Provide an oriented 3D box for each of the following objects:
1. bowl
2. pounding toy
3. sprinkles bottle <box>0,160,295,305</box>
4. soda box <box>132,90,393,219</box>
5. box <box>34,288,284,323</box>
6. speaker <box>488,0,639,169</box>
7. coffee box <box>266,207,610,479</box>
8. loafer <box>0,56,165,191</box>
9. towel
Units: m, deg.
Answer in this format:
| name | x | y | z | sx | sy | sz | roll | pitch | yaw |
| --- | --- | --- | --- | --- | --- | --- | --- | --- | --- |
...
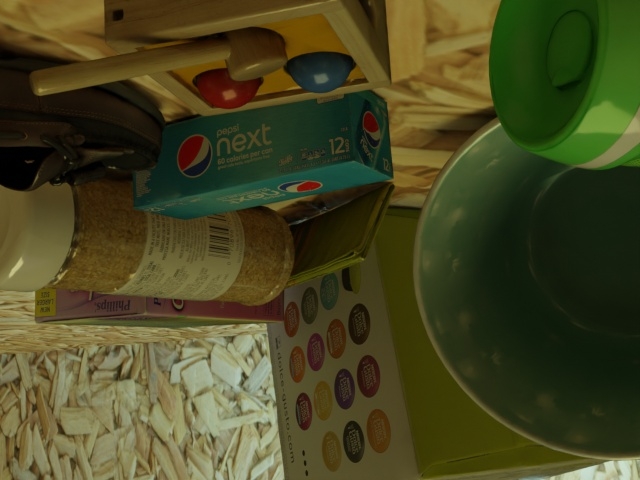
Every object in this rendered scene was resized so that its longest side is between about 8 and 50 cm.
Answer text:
| name | x | y | z | sx | sy | sz | roll | pitch | yaw |
| --- | --- | --- | --- | --- | --- | --- | --- | --- | --- |
| bowl | 0.255 | 0.018 | 0.772 | 0.312 | 0.311 | 0.163 | -10 | -173 | 31 |
| pounding toy | -0.044 | -0.106 | 0.414 | 0.130 | 0.100 | 0.141 | -7 | 169 | 15 |
| sprinkles bottle | -0.180 | 0.001 | 0.883 | 0.121 | 0.121 | 0.355 | -11 | 167 | 37 |
| soda box | -0.051 | -0.069 | 0.702 | 0.210 | 0.067 | 0.071 | -9 | 169 | 28 |
| box | -0.205 | 0.050 | 1.125 | 0.214 | 0.117 | 0.243 | -7 | 170 | 38 |
| speaker | 0.251 | -0.098 | 0.490 | 0.297 | 0.131 | 0.131 | 0 | 169 | -19 |
| coffee box | 0.154 | 0.176 | 1.196 | 0.338 | 0.337 | 0.334 | 3 | 155 | -28 |
| loafer | -0.220 | -0.070 | 0.562 | 0.109 | 0.095 | 0.302 | -11 | 167 | 30 |
| towel | 0.000 | 0.000 | 1.029 | 0.021 | 0.102 | 0.237 | 32 | 154 | -21 |
